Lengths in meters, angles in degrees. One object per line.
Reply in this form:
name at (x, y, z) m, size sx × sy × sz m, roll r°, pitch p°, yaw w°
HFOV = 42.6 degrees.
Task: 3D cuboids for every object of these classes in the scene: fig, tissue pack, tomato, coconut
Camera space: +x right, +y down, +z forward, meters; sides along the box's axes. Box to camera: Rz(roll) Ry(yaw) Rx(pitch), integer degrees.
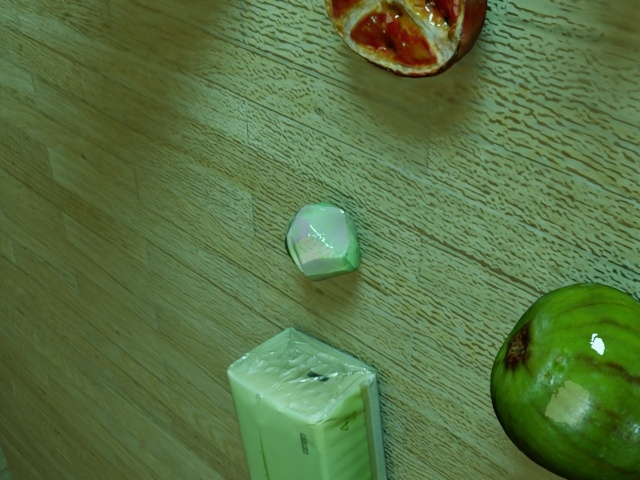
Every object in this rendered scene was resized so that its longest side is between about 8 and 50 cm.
fig at (0.259, 0.141, 0.651) m, size 0.259 × 0.151 × 0.151 m, roll 32°, pitch 144°, yaw -9°
tissue pack at (-0.011, 0.246, 1.004) m, size 0.159 × 0.125 × 0.234 m, roll 21°, pitch 129°, yaw 40°
tomato at (0.070, -0.208, 0.629) m, size 0.155 × 0.069 × 0.156 m, roll 32°, pitch 140°, yaw 32°
coconut at (0.000, 0.000, 0.858) m, size 0.081 × 0.082 × 0.083 m, roll -11°, pitch 152°, yaw 29°
